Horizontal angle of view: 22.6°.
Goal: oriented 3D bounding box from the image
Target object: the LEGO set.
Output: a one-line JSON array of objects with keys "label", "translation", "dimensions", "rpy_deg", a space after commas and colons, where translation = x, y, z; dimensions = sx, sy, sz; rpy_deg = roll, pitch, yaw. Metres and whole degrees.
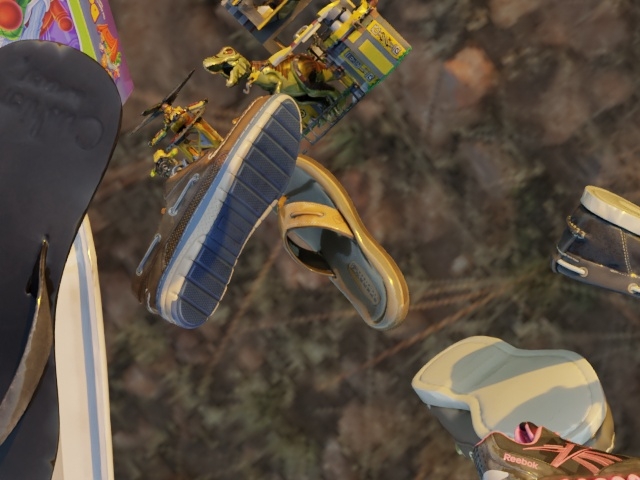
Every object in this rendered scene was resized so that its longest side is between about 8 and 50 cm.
[{"label": "LEGO set", "translation": [-0.075, -0.171, 1.614], "dimensions": [0.192, 0.255, 0.331], "rpy_deg": [44, 108, -8]}]

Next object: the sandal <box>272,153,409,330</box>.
[{"label": "sandal", "translation": [0.000, 0.000, 1.234], "dimensions": [0.180, 0.049, 0.072], "rpy_deg": [53, 142, 25]}]

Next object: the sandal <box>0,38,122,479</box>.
[{"label": "sandal", "translation": [-0.157, 0.032, 0.730], "dimensions": [0.097, 0.054, 0.254], "rpy_deg": [11, 90, -6]}]

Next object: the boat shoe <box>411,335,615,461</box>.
[{"label": "boat shoe", "translation": [0.175, 0.153, 1.371], "dimensions": [0.091, 0.109, 0.305], "rpy_deg": [57, 168, -14]}]

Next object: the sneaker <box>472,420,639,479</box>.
[{"label": "sneaker", "translation": [0.123, 0.114, 0.809], "dimensions": [0.047, 0.119, 0.057], "rpy_deg": [-49, 54, 35]}]

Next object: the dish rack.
[{"label": "dish rack", "translation": [-0.200, 0.093, 1.063], "dimensions": [0.333, 0.072, 0.285], "rpy_deg": [-146, 51, -70]}]

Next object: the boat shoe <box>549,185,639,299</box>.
[{"label": "boat shoe", "translation": [0.294, 0.042, 1.270], "dimensions": [0.233, 0.084, 0.079], "rpy_deg": [27, 101, -4]}]

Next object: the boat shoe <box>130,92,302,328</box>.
[{"label": "boat shoe", "translation": [-0.079, -0.030, 1.140], "dimensions": [0.066, 0.183, 0.066], "rpy_deg": [20, 163, 34]}]

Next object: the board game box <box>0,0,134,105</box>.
[{"label": "board game box", "translation": [-0.383, -0.216, 1.574], "dimensions": [0.347, 0.078, 0.233], "rpy_deg": [-7, 118, 14]}]
